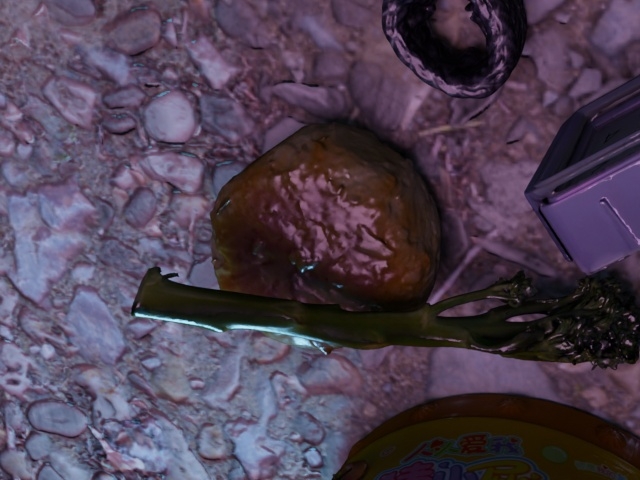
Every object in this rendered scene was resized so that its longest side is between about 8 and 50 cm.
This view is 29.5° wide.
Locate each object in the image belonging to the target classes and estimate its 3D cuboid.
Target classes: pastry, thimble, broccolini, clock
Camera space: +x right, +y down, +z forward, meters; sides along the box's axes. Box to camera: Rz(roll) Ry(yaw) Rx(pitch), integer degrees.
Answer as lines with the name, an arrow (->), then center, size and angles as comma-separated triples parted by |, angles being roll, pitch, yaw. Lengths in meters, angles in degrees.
pastry -> 0.000, 0.000, 0.997 | 0.193, 0.093, 0.182 | -20, 106, 32
thimble -> 0.097, -0.156, 0.881 | 0.095, 0.066, 0.104 | -6, 115, 25
broccolini -> 0.057, 0.046, 0.922 | 0.392, 0.074, 0.079 | 8, 163, -10
clock -> 0.244, -0.070, 0.813 | 0.193, 0.144, 0.073 | -30, 102, 34

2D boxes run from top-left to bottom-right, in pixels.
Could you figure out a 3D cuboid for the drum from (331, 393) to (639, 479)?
drum -> 0.155, 0.356, 1.054 | 0.431, 0.214, 0.431 | 11, 121, 20
